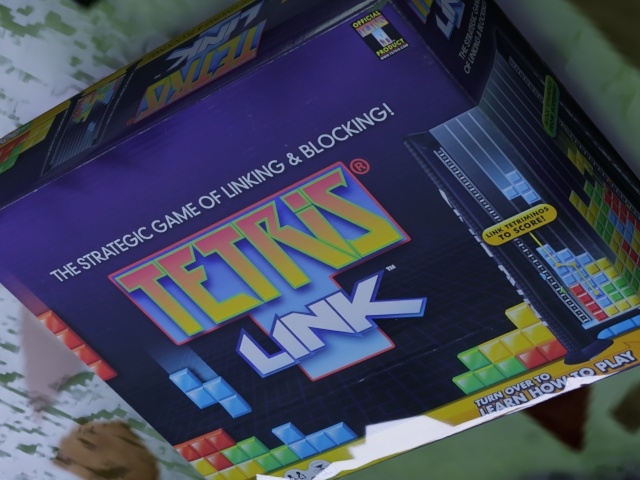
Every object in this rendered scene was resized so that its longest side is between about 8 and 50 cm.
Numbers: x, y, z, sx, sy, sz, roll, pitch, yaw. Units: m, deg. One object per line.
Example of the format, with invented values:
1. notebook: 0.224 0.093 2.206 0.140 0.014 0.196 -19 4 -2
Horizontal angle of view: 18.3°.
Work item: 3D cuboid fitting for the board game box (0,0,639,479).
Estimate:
1. board game box: 0.000 0.000 0.582 0.170 0.048 0.141 -26 122 33
